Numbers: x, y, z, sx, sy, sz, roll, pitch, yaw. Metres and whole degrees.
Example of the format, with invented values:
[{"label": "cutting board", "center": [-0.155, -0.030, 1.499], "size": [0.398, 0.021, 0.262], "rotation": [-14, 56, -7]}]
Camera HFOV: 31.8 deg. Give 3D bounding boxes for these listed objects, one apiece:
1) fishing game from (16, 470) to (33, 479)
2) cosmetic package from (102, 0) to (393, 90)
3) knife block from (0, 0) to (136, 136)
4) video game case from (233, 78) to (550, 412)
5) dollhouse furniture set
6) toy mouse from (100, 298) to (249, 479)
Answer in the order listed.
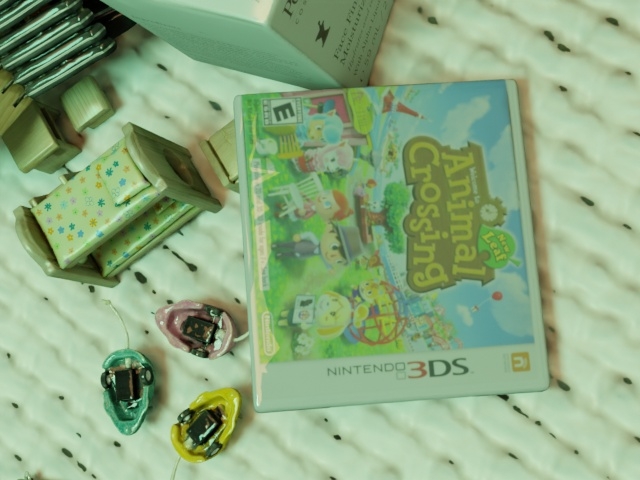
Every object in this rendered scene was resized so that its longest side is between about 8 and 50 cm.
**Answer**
[{"label": "fishing game", "center": [-0.186, 0.309, 0.816], "size": [0.189, 0.041, 0.264], "rotation": [5, 84, 18]}, {"label": "cosmetic package", "center": [-0.042, -0.201, 0.758], "size": [0.152, 0.184, 0.151], "rotation": [18, 89, 21]}, {"label": "knife block", "center": [-0.263, -0.162, 0.871], "size": [0.276, 0.088, 0.242], "rotation": [2, 49, 43]}, {"label": "video game case", "center": [0.045, 0.001, 0.746], "size": [0.194, 0.023, 0.212], "rotation": [-4, 80, -4]}, {"label": "dollhouse furniture set", "center": [-0.146, -0.085, 0.823], "size": [0.182, 0.101, 0.161], "rotation": [-36, 72, 12]}, {"label": "toy mouse", "center": [-0.108, 0.091, 0.822], "size": [0.143, 0.031, 0.161], "rotation": [40, 97, 20]}]
